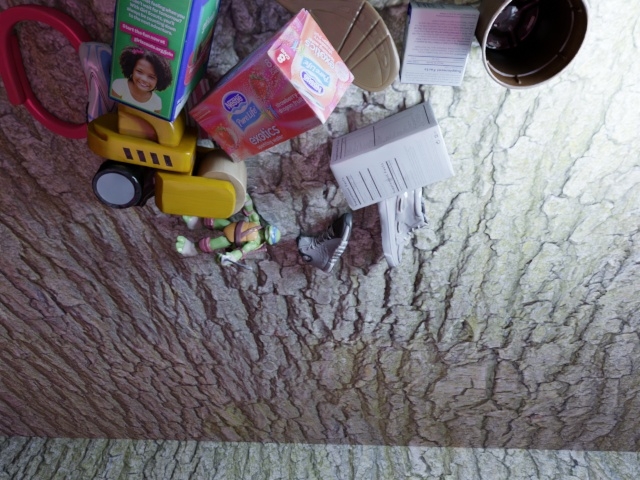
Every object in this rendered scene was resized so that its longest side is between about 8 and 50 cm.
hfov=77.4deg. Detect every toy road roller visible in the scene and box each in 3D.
[{"bbox_3d":[-0.314,-0.200,0.857,0.330,0.202,0.240,8,123,-15],"label":"toy road roller"}]

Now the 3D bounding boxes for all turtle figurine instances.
[{"bbox_3d":[-0.256,-0.038,1.056,0.266,0.275,0.197,-2,97,12],"label":"turtle figurine"}]

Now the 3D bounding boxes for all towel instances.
[{"bbox_3d":[-0.346,-0.299,0.929,0.197,0.029,0.144,0,124,2],"label":"towel"}]

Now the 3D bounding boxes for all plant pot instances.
[{"bbox_3d":[0.358,-0.384,0.722,0.167,0.165,0.167,2,130,2],"label":"plant pot"}]

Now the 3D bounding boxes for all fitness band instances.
[{"bbox_3d":[-0.595,-0.366,0.897,0.209,0.054,0.290,10,132,-7],"label":"fitness band"}]

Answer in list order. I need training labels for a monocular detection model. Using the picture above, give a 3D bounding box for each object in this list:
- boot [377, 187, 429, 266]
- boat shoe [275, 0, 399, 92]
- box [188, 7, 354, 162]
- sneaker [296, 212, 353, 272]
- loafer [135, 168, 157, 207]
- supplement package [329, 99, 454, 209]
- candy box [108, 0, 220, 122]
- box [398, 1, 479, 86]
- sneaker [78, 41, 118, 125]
[{"bbox_3d":[0.230,-0.031,1.080,0.124,0.095,0.258,-3,130,16],"label":"boot"},{"bbox_3d":[0.019,-0.427,0.752,0.341,0.110,0.122,40,115,-22],"label":"boat shoe"},{"bbox_3d":[-0.107,-0.285,0.787,0.300,0.142,0.154,-7,136,47],"label":"box"},{"bbox_3d":[0.000,0.000,1.137,0.132,0.086,0.228,18,131,-7],"label":"sneaker"},{"bbox_3d":[-0.423,-0.152,1.042,0.078,0.080,0.220,36,124,-23],"label":"loafer"},{"bbox_3d":[0.160,-0.193,0.921,0.244,0.139,0.133,-18,126,20],"label":"supplement package"},{"bbox_3d":[-0.244,-0.413,0.681,0.122,0.268,0.317,17,130,-14],"label":"candy box"},{"bbox_3d":[0.227,-0.387,0.792,0.126,0.072,0.137,4,130,1],"label":"box"},{"bbox_3d":[-0.465,-0.305,0.872,0.086,0.085,0.237,0,133,-22],"label":"sneaker"}]
